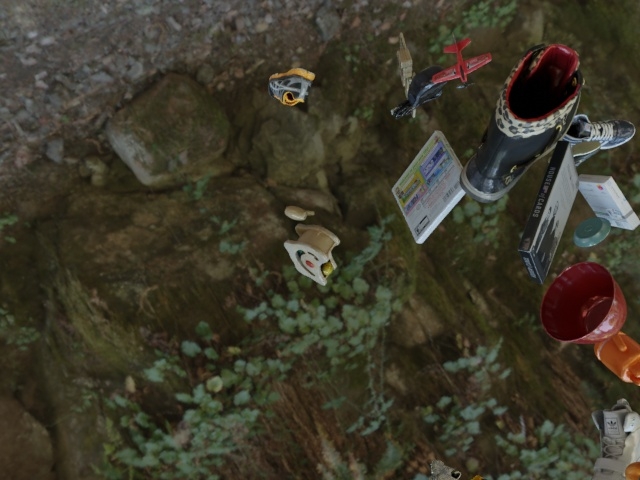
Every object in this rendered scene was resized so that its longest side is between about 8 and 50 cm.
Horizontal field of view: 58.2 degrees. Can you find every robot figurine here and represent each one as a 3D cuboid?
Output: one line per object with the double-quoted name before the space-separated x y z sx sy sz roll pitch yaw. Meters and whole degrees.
"robot figurine" 1.015 0.385 1.930 0.128 0.158 0.219 -63 -154 16

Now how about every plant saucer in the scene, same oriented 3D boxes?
"plant saucer" 0.841 -0.032 1.791 0.119 0.021 0.119 -38 -156 20

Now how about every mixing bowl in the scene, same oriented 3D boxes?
"mixing bowl" 0.567 0.147 1.208 0.181 0.098 0.181 -50 -158 29

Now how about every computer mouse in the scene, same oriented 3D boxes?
"computer mouse" 0.323 -0.487 1.823 0.188 0.072 0.272 -29 178 -6

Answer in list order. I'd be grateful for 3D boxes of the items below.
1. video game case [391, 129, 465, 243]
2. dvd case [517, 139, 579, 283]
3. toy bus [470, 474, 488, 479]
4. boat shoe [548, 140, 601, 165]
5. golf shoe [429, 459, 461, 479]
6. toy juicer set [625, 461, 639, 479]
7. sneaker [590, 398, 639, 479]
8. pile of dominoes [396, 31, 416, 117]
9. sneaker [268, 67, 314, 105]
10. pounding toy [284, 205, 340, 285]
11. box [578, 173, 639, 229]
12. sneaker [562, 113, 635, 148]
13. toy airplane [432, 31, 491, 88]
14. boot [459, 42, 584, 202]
"video game case" 0.270 -0.132 1.428 0.023 0.193 0.212 8 135 -30
"dvd case" 0.459 -0.051 1.146 0.179 0.029 0.239 42 69 -53
"toy bus" 0.531 0.833 1.679 0.149 0.211 0.220 -54 -162 1
"boat shoe" 0.658 -0.217 1.484 0.133 0.042 0.049 -24 -144 13
"golf shoe" 0.358 0.671 1.631 0.085 0.069 0.176 -17 179 11
"toy juicer set" 0.619 0.476 1.070 0.089 0.209 0.329 2 -158 37
"sneaker" 0.883 0.642 1.740 0.365 0.210 0.137 -24 -175 -39
"pile of dominoes" 0.291 -0.574 2.014 0.040 0.196 0.251 -14 157 2
"sneaker" -0.091 -0.411 1.579 0.084 0.083 0.215 12 177 -25
"pounding toy" 0.000 0.000 1.685 0.155 0.154 0.270 -56 148 -24
"box" 0.889 -0.122 1.788 0.038 0.186 0.145 -42 -166 -3
"sneaker" 0.942 -0.375 1.965 0.282 0.099 0.153 -3 174 10
"toy airplane" 0.341 -0.439 1.409 0.151 0.151 0.028 -36 154 20
"boot" 0.430 -0.270 1.126 0.377 0.138 0.284 -45 164 -14
